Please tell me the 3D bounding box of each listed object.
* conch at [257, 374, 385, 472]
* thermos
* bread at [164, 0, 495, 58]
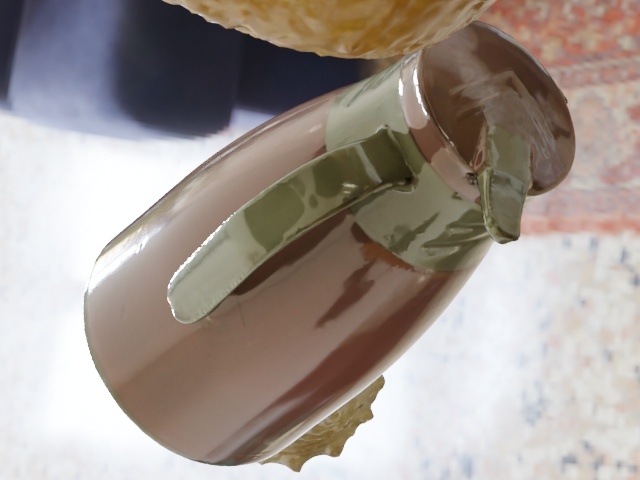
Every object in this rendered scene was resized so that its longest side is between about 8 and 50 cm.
[{"bbox_3d":[-0.036,0.035,1.126,0.178,0.163,0.245,-37,34,-6],"label":"conch"},{"bbox_3d":[0.000,0.000,0.841,0.265,0.176,0.146,-39,79,46],"label":"thermos"},{"bbox_3d":[0.023,-0.141,0.537,0.143,0.139,0.229,-53,3,39],"label":"bread"}]
